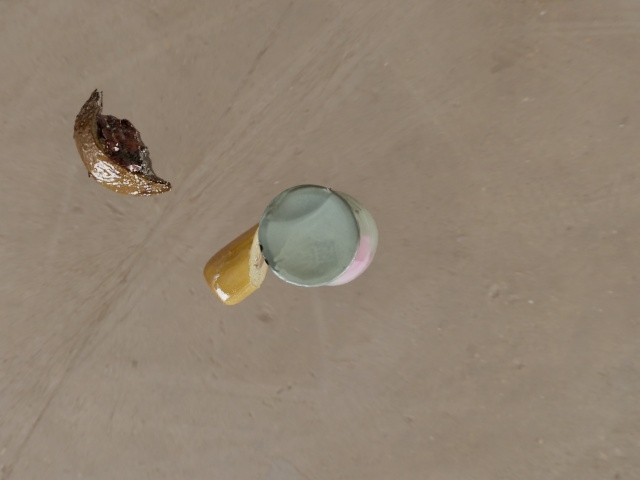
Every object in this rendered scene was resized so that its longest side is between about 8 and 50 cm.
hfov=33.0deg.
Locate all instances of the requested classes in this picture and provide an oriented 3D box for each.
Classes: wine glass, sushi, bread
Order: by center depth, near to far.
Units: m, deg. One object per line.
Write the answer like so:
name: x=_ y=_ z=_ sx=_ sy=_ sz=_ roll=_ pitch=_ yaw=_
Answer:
wine glass: x=0.000 y=0.000 z=0.736 sx=0.073 sy=0.155 sz=0.073 roll=0 pitch=92 yaw=6
sushi: x=-0.159 y=-0.070 z=0.851 sx=0.047 sy=0.050 sz=0.099 roll=-36 pitch=98 yaw=27
bread: x=-0.084 y=0.024 z=1.204 sx=0.103 sy=0.049 sz=0.062 roll=-36 pitch=58 yaw=22
